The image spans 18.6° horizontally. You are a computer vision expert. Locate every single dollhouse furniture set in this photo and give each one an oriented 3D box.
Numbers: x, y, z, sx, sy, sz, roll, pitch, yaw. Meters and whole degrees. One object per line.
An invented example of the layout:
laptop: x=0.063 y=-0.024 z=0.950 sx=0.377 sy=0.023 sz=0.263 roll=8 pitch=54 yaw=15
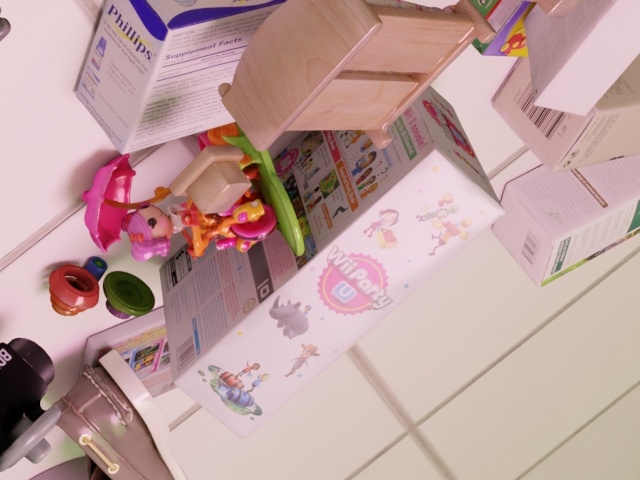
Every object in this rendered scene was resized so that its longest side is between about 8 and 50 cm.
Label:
dollhouse furniture set: x=0.045 y=-0.200 z=1.535 sx=0.355 sy=0.174 sz=0.303 roll=-44 pitch=161 yaw=24

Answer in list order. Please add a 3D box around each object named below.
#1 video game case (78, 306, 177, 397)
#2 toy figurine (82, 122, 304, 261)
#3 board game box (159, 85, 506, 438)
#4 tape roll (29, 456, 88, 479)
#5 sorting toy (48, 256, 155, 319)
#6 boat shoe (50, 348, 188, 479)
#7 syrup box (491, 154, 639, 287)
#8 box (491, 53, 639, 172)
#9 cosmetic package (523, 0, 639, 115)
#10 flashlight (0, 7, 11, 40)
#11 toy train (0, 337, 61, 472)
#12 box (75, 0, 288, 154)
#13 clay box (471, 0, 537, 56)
video game case: x=-0.170 y=0.116 z=1.939 sx=0.157 sy=0.019 sz=0.143 roll=-22 pitch=150 yaw=-31
toy figurine: x=-0.116 y=-0.027 z=1.631 sx=0.159 sy=0.173 sz=0.130 roll=-21 pitch=139 yaw=-9
board game box: x=0.000 y=0.000 z=1.722 sx=0.303 sy=0.224 sz=0.097 roll=-43 pitch=115 yaw=14
tape roll: x=-0.281 y=0.326 z=2.080 sx=0.219 sy=0.072 sz=0.219 roll=-30 pitch=154 yaw=-16
sorting toy: x=-0.201 y=0.050 z=1.739 sx=0.102 sy=0.061 sz=0.042 roll=14 pitch=127 yaw=-32
boat shoe: x=-0.190 y=0.223 z=1.931 sx=0.091 sy=0.109 sz=0.305 roll=-35 pitch=145 yaw=-14
syrup box: x=0.320 y=-0.052 z=2.230 sx=0.237 sy=0.096 sz=0.093 roll=-26 pitch=152 yaw=-24
box: x=0.315 y=-0.154 z=2.037 sx=0.275 sy=0.113 sz=0.094 roll=-11 pitch=144 yaw=-43
cosmetic package: x=0.258 y=-0.216 z=1.680 sx=0.060 sy=0.099 sz=0.239 roll=13 pitch=144 yaw=-19
flashlight: x=-0.346 y=-0.077 z=1.281 sx=0.304 sy=0.103 sz=0.103 roll=-42 pitch=158 yaw=4
toy train: x=-0.355 y=0.206 z=1.635 sx=0.190 sy=0.142 sz=0.334 roll=-40 pitch=-174 yaw=45
box: x=-0.106 y=-0.149 z=1.516 sx=0.126 sy=0.072 sz=0.137 roll=-19 pitch=149 yaw=-38
clay box: x=0.238 y=-0.235 z=1.861 sx=0.222 sy=0.053 sz=0.127 roll=-4 pitch=139 yaw=-49
